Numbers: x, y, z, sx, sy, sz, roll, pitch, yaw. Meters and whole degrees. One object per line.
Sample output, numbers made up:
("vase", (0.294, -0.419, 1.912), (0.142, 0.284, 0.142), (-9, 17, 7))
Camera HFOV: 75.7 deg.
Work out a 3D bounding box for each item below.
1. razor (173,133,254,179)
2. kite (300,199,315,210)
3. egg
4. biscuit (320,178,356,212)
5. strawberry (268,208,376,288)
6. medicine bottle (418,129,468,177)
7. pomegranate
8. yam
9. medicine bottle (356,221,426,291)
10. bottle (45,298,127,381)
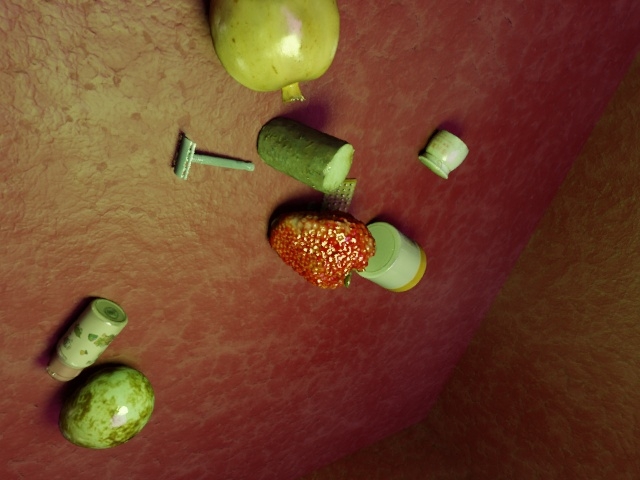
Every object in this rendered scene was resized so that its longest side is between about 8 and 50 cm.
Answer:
("razor", (-0.289, -0.220, 1.158), (0.231, 0.068, 0.106), (1, 122, -46))
("kite", (-0.045, -0.123, 1.455), (0.078, 0.002, 0.044), (-2, 123, -38))
("egg", (-0.672, 0.528, 1.297), (0.289, 0.238, 0.238), (-25, 137, 6))
("biscuit", (0.053, -0.121, 1.525), (0.138, 0.016, 0.232), (-7, 126, -35))
("strawberry", (0.000, 0.000, 1.402), (0.351, 0.267, 0.312), (25, 142, -16))
("medicine bottle", (0.475, -0.332, 1.595), (0.143, 0.147, 0.147), (-50, 137, 9))
("pomegranate", (-0.095, -0.477, 0.937), (0.318, 0.319, 0.320), (-21, 132, -25))
("yam", (-0.039, -0.248, 1.189), (0.161, 0.267, 0.161), (-34, 140, -35))
("medicine bottle", (0.277, 0.068, 1.682), (0.231, 0.238, 0.238), (29, 101, -45))
("bottle", (-0.685, 0.296, 1.194), (0.253, 0.120, 0.120), (-48, 138, 5))
